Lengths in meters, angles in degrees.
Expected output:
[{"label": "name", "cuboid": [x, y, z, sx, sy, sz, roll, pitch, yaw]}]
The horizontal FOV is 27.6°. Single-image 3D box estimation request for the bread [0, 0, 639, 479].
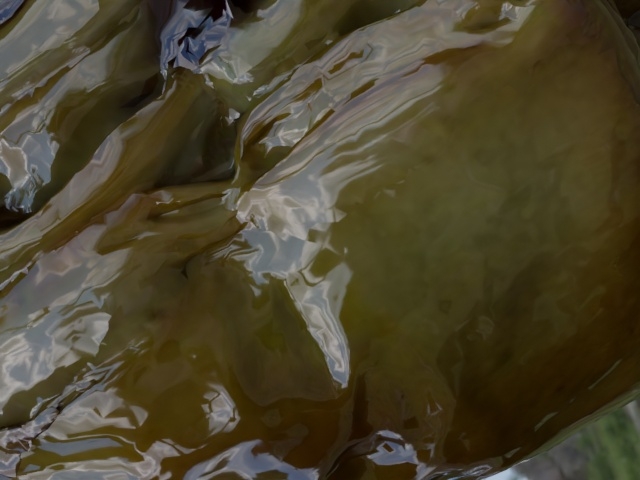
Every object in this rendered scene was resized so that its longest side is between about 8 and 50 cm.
[{"label": "bread", "cuboid": [0.000, 0.000, 0.421, 0.277, 0.324, 0.167, 45, -175, -49]}]
